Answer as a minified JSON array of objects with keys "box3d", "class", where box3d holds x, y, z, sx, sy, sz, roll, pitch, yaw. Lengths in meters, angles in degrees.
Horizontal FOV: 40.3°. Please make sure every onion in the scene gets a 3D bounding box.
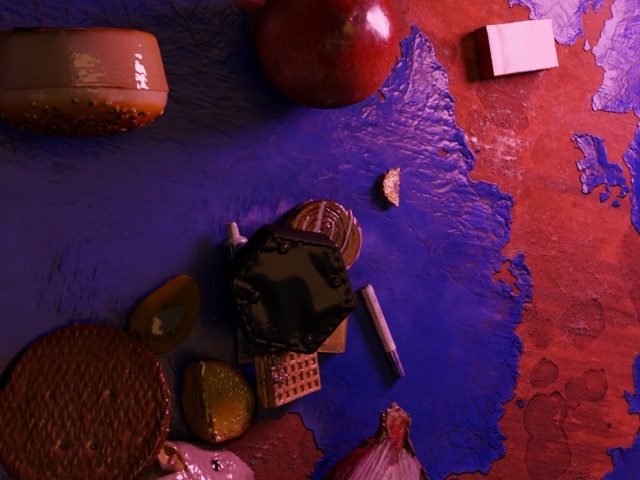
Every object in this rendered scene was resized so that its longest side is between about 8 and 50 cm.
[{"box3d":[0.086,0.480,1.647,0.267,0.159,0.348,22,73,-33],"class":"onion"}]

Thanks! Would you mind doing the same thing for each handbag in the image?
[{"box3d":[0.020,0.177,1.694,0.061,0.027,0.083,7,87,-24],"class":"handbag"}]

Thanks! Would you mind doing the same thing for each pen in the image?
[{"box3d":[0.126,0.182,1.741,0.025,0.025,0.204,-25,99,-22],"class":"pen"}]

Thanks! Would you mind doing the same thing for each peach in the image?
[{"box3d":[-0.192,0.284,1.563,0.127,0.092,0.172,-39,106,-30],"class":"peach"}]

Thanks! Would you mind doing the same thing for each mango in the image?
[{"box3d":[-0.272,0.130,1.547,0.103,0.076,0.161,41,65,-10],"class":"mango"}]

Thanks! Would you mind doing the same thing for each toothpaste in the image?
[{"box3d":[-0.141,0.098,1.620,0.069,0.047,0.268,-15,98,-34],"class":"toothpaste"}]

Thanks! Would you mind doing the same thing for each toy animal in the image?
[{"box3d":[-0.263,0.483,1.464,0.226,0.188,0.358,44,41,-17],"class":"toy animal"}]

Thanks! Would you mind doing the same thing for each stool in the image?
[{"box3d":[-0.057,0.085,1.539,0.232,0.141,0.232,-1,99,-10],"class":"stool"}]

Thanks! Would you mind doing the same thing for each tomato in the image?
[{"box3d":[0.017,-0.370,1.591,0.265,0.265,0.264,1,88,-23],"class":"tomato"}]

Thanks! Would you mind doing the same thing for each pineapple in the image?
[{"box3d":[0.138,-0.109,1.758,0.045,0.019,0.083,3,86,-29],"class":"pineapple"}]

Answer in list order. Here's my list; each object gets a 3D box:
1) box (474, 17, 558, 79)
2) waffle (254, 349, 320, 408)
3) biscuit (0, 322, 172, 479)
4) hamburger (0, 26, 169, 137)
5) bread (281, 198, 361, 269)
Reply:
[{"box3d":[0.420,-0.411,1.869,0.175,0.048,0.112,-11,94,-23],"class":"box"},{"box3d":[-0.060,0.247,1.614,0.148,0.042,0.102,-7,92,-55],"class":"waffle"},{"box3d":[-0.393,0.283,1.439,0.305,0.038,0.305,-1,68,2],"class":"biscuit"},{"box3d":[-0.388,-0.253,1.399,0.300,0.300,0.176,-3,101,-23],"class":"hamburger"},{"box3d":[0.000,0.000,1.665,0.161,0.073,0.160,1,88,-24],"class":"bread"}]
